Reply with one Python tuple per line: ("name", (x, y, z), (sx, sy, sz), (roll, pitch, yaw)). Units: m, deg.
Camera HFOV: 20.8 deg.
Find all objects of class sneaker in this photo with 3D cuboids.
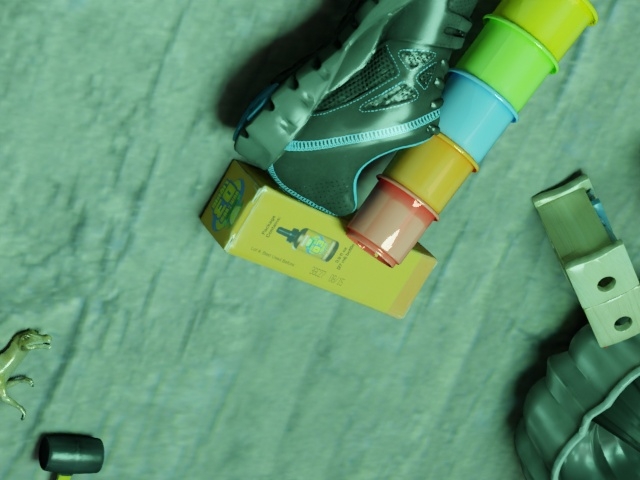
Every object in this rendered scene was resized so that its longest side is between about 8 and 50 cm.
("sneaker", (0.076, -0.171, 1.610), (0.139, 0.125, 0.341), (43, 104, -11))

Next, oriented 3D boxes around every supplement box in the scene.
("supplement box", (0.000, 0.000, 1.723), (0.233, 0.080, 0.078), (22, 106, -37))

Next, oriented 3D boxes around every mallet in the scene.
("mallet", (-0.264, 0.276, 1.784), (0.062, 0.039, 0.190), (-1, 123, -23))

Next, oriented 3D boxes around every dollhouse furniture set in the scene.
("dollhouse furniture set", (0.344, -0.001, 1.839), (0.183, 0.129, 0.129), (-24, 129, 6))

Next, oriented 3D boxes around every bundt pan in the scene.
("bundt pan", (0.354, 0.188, 1.965), (0.331, 0.124, 0.331), (-22, 138, -21))

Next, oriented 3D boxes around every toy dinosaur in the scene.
("toy dinosaur", (-0.339, 0.144, 1.663), (0.183, 0.053, 0.092), (-24, 112, -21))

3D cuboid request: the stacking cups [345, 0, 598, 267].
("stacking cups", (0.135, -0.118, 1.679), (0.316, 0.096, 0.096), (-52, 128, -3))
